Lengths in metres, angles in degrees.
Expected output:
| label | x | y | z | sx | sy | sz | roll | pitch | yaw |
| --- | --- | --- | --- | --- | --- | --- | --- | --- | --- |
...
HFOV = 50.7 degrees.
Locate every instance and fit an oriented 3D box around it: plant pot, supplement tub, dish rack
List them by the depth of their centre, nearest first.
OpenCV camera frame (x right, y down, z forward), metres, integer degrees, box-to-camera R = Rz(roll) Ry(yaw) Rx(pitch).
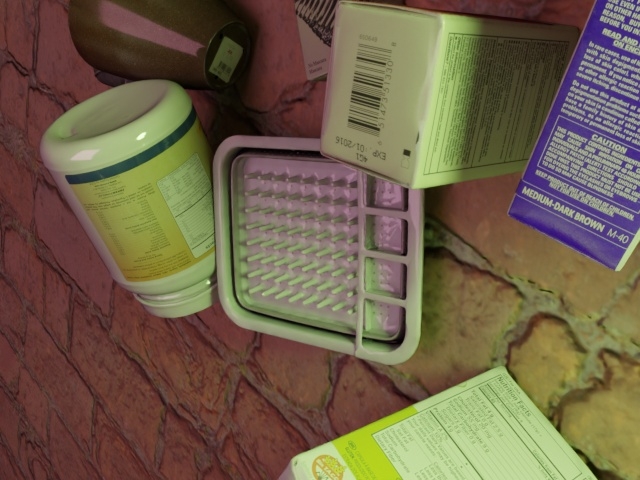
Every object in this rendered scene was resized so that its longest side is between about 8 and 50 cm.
| label | x | y | z | sx | sy | sz | roll | pitch | yaw |
| --- | --- | --- | --- | --- | --- | --- | --- | --- | --- |
| dish rack | 0.000 | 0.000 | 0.921 | 0.332 | 0.072 | 0.286 | 8 | 106 | 32 |
| supplement tub | -0.254 | -0.060 | 1.037 | 0.228 | 0.228 | 0.316 | 19 | 140 | 43 |
| plant pot | -0.228 | -0.324 | 1.050 | 0.230 | 0.215 | 0.216 | 30 | 121 | 23 |

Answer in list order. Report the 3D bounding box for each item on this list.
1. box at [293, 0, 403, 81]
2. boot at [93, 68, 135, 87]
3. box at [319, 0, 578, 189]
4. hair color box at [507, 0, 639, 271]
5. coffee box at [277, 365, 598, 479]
| label | x | y | z | sx | sy | sz | roll | pitch | yaw |
| --- | --- | --- | --- | --- | --- | --- | --- | --- | --- |
| box | 0.026 | -0.344 | 0.831 | 0.113 | 0.094 | 0.275 | -8 | 94 | 47 |
| boot | -0.359 | -0.241 | 1.295 | 0.189 | 0.076 | 0.209 | 5 | 109 | 48 |
| box | 0.129 | -0.148 | 0.665 | 0.126 | 0.232 | 0.149 | 26 | 117 | 41 |
| hair color box | 0.267 | -0.164 | 0.491 | 0.110 | 0.185 | 0.339 | 32 | 134 | 21 |
| coffee box | 0.125 | 0.400 | 0.725 | 0.338 | 0.334 | 0.338 | 52 | 133 | 28 |
